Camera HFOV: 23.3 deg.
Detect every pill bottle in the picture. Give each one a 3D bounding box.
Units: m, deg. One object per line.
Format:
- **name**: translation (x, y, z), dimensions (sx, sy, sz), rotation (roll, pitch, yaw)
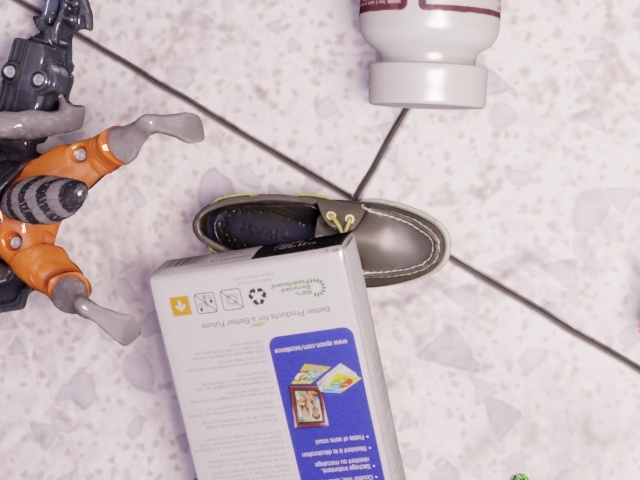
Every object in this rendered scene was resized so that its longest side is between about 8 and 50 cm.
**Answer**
- **pill bottle**: translation (0.094, -0.224, 1.313), dimensions (0.121, 0.121, 0.221), rotation (3, 93, 14)

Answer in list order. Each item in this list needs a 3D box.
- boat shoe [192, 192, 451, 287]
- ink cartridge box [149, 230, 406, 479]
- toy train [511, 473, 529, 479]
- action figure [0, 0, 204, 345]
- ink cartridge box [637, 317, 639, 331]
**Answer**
- **boat shoe**: translation (0.000, 0.000, 1.371), dimensions (0.227, 0.068, 0.081), rotation (5, 92, 14)
- **ink cartridge box**: translation (-0.021, 0.185, 1.362), dimensions (0.175, 0.069, 0.371), rotation (-9, 102, 14)
- **toy train**: translation (0.203, 0.229, 1.350), dimensions (0.083, 0.023, 0.017), rotation (30, 99, 11)
- **action figure**: translation (-0.268, -0.083, 1.370), dimensions (0.330, 0.178, 0.341), rotation (9, 90, 33)
- **ink cartridge box**: translation (0.374, 0.047, 1.278), dimensions (0.198, 0.067, 0.115), rotation (17, 96, 15)
